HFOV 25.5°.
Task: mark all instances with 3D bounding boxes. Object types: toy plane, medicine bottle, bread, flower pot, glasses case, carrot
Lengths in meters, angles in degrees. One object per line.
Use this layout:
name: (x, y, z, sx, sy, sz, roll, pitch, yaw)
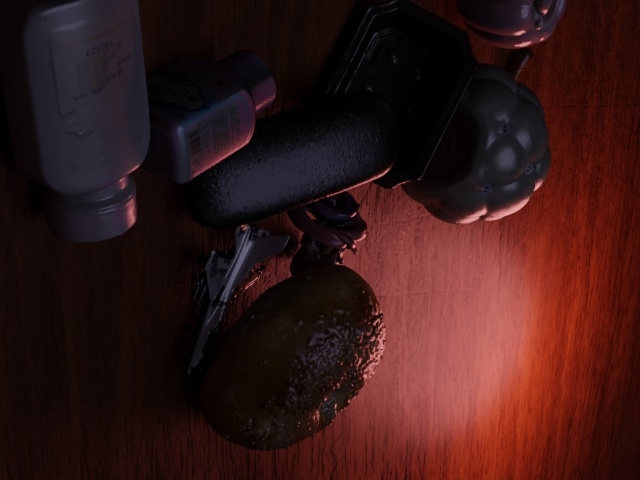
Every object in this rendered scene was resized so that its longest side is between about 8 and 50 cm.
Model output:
toy plane: (-0.136, 0.066, 1.906, 0.234, 0.082, 0.160, -53, 157, 7)
medicine bottle: (-0.145, -0.158, 1.709, 0.188, 0.119, 0.094, -36, 137, -36)
medicine bottle: (-0.267, -0.149, 1.562, 0.161, 0.111, 0.296, -32, 132, -38)
bread: (-0.028, 0.174, 1.980, 0.305, 0.159, 0.305, -39, 159, -18)
flower pot: (0.098, -0.203, 1.996, 0.251, 0.179, 0.084, -63, -177, -6)
flower pot: (0.223, -0.143, 2.115, 0.195, 0.246, 0.246, -4, 112, -54)
glasses case: (-0.039, -0.108, 1.857, 0.321, 0.082, 0.122, -20, 108, -26)
carrot: (0.323, -0.279, 2.350, 0.032, 0.032, 0.093, 18, 100, -56)

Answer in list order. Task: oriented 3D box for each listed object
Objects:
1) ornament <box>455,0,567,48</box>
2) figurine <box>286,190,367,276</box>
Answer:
ornament: (0.298, -0.376, 2.140, 0.177, 0.177, 0.177, -31, 132, -41)
figurine: (0.010, -0.004, 2.019, 0.114, 0.126, 0.157, -7, 122, -6)
